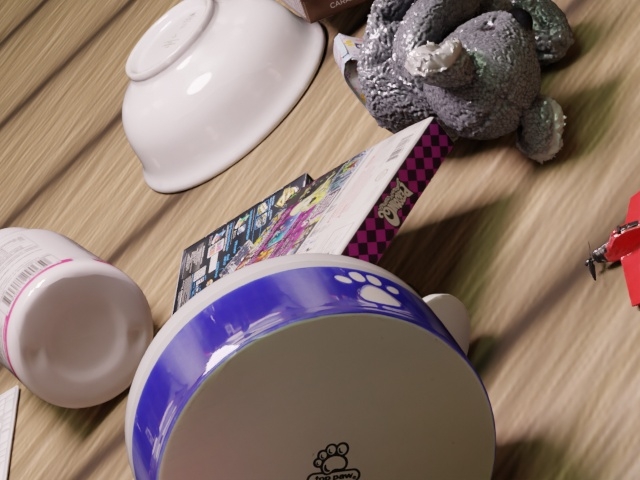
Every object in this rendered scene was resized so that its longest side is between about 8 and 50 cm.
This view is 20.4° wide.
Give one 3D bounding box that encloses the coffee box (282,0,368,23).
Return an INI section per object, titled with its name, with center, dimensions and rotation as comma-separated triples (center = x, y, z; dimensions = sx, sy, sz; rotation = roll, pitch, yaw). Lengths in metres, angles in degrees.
[coffee box]
center = 0.000, -0.364, 2.223
dimensions = 0.141, 0.098, 0.246
rotation = -24, 25, -8

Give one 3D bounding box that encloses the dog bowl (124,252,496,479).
[dog bowl]
center = -0.007, 0.149, 1.329
dimensions = 0.265, 0.265, 0.104
rotation = -43, 29, 3

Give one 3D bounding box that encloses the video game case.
[video game case]
center = 0.000, 0.000, 1.630
dimensions = 0.210, 0.042, 0.232
rotation = -27, 20, 43

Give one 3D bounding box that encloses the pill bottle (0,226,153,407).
[pill bottle]
center = -0.305, 0.075, 1.986
dimensions = 0.160, 0.160, 0.283
rotation = -48, 26, -8

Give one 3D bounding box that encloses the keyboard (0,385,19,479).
[keyboard]
center = -0.375, 0.253, 1.990
dimensions = 0.072, 0.014, 0.256
rotation = -36, 27, 16

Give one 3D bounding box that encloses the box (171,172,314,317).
[box]
center = -0.073, 0.047, 1.819
dimensions = 0.175, 0.051, 0.220
rotation = -32, 28, 23

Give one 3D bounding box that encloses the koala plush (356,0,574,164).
[koala plush]
center = 0.143, -0.159, 1.683
dimensions = 0.203, 0.196, 0.221
rotation = -52, 25, 10

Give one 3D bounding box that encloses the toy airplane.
[toy airplane]
center = 0.275, -0.013, 1.435
dimensions = 0.151, 0.028, 0.151
rotation = -34, 26, 20

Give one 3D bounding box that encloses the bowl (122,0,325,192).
[bowl]
center = -0.148, -0.211, 2.217
dimensions = 0.298, 0.134, 0.298
rotation = -33, 29, 21

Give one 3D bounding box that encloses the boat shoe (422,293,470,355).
[boat shoe]
center = 0.045, 0.134, 1.491
dimensions = 0.070, 0.078, 0.219
rotation = 5, 56, 56

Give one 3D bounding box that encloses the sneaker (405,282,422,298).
[sneaker]
center = 0.018, 0.086, 1.587
dimensions = 0.051, 0.089, 0.170
rotation = 3, 52, 56

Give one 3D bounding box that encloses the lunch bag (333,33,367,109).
[lunch bag]
center = 0.050, -0.186, 1.951
dimensions = 0.053, 0.083, 0.071
rotation = -40, 25, 9
